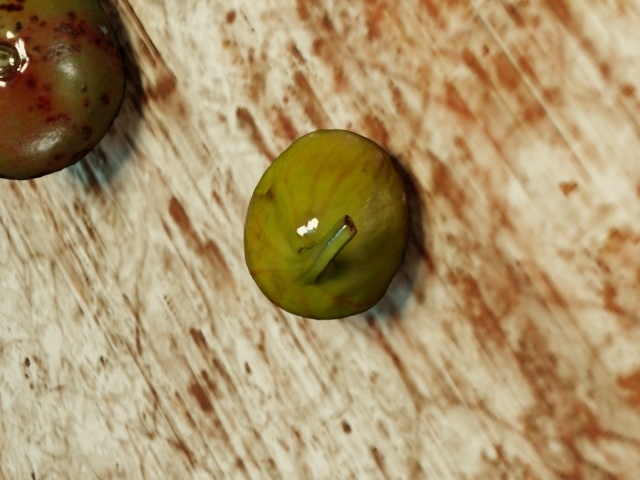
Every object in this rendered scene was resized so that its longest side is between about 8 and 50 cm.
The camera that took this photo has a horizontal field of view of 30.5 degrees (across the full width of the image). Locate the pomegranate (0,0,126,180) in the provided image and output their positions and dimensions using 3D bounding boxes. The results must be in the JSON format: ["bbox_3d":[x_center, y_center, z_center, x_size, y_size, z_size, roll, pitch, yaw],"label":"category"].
[{"bbox_3d":[-0.166,-0.097,0.664,0.130,0.130,0.130,18,116,42],"label":"pomegranate"}]

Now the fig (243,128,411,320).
[{"bbox_3d":[0.000,0.000,0.524,0.084,0.098,0.082,-36,98,26],"label":"fig"}]
